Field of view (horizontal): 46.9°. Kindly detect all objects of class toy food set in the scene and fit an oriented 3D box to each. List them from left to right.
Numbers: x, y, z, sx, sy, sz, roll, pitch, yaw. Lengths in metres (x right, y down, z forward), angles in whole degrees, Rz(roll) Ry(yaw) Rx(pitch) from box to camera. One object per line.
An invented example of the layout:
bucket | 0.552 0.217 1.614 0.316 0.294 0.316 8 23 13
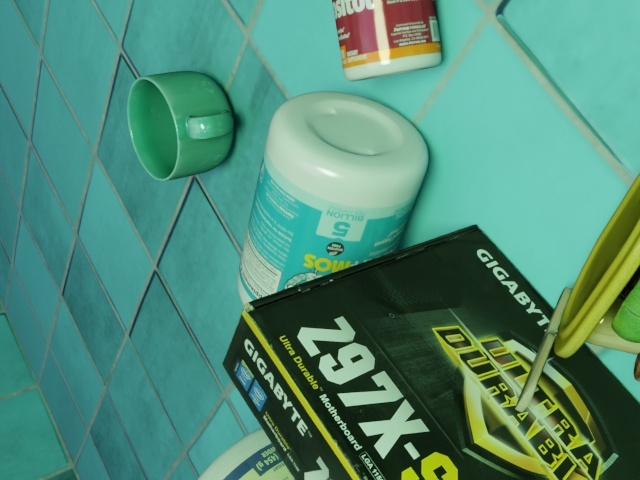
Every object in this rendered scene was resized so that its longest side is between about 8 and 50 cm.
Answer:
toy food set | 0.210 0.027 0.470 0.071 0.128 0.218 27 138 12

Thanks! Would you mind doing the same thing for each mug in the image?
mug | -0.160 -0.138 0.918 0.158 0.097 0.130 46 136 31

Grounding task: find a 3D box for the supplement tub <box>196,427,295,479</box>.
supplement tub | 0.014 0.378 0.789 0.325 0.235 0.236 36 131 39

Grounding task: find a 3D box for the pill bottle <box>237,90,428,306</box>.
pill bottle | 0.000 0.000 0.723 0.146 0.146 0.264 46 137 32

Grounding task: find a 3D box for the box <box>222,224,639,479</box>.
box | 0.118 0.149 0.536 0.322 0.257 0.079 53 140 26

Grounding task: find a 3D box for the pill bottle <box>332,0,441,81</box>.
pill bottle | 0.050 -0.215 0.618 0.086 0.086 0.152 3 106 52
